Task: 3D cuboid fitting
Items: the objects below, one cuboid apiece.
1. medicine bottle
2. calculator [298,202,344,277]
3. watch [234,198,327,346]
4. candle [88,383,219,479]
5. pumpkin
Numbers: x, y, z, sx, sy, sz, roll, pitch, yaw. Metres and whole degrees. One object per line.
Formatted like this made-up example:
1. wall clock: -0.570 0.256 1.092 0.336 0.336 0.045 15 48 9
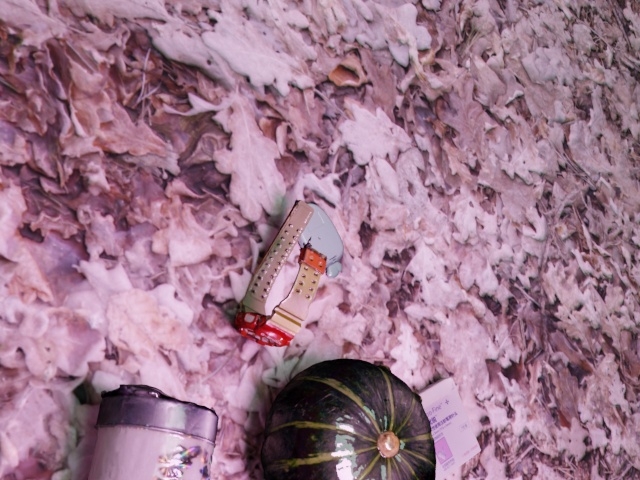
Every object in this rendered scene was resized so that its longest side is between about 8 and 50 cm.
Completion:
1. medicine bottle: 0.214 0.381 1.848 0.201 0.052 0.171 -20 89 -43
2. calculator: 0.000 0.000 1.808 0.095 0.021 0.153 -31 93 -41
3. watch: -0.054 0.056 1.636 0.102 0.165 0.268 32 80 -28
4. candle: -0.254 0.381 1.366 0.187 0.187 0.330 21 65 -34
5. pumpkin: 0.048 0.359 1.587 0.323 0.241 0.323 13 70 -39
